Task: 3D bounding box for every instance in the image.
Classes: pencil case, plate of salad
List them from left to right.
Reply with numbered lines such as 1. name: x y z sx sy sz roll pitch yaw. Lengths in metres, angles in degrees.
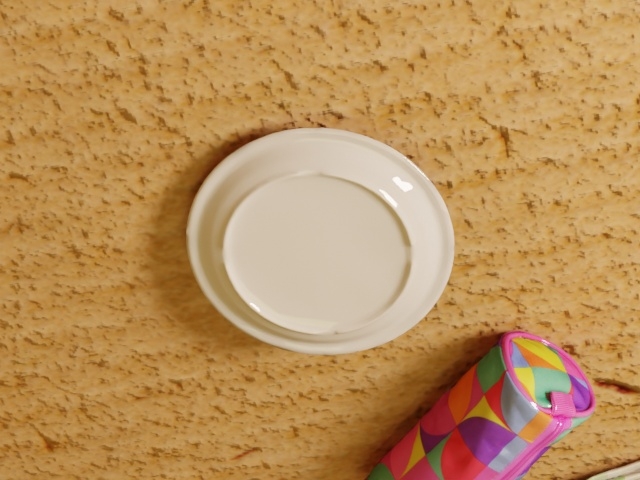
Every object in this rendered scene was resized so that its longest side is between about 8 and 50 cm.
1. plate of salad: 0.000 0.000 1.094 0.199 0.048 0.200 2 121 3
2. pencil case: 0.124 0.181 1.219 0.104 0.104 0.236 23 124 -21

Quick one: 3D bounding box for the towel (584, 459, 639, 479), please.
1. towel: 0.390 0.258 1.338 0.325 0.038 0.248 -22 128 14
